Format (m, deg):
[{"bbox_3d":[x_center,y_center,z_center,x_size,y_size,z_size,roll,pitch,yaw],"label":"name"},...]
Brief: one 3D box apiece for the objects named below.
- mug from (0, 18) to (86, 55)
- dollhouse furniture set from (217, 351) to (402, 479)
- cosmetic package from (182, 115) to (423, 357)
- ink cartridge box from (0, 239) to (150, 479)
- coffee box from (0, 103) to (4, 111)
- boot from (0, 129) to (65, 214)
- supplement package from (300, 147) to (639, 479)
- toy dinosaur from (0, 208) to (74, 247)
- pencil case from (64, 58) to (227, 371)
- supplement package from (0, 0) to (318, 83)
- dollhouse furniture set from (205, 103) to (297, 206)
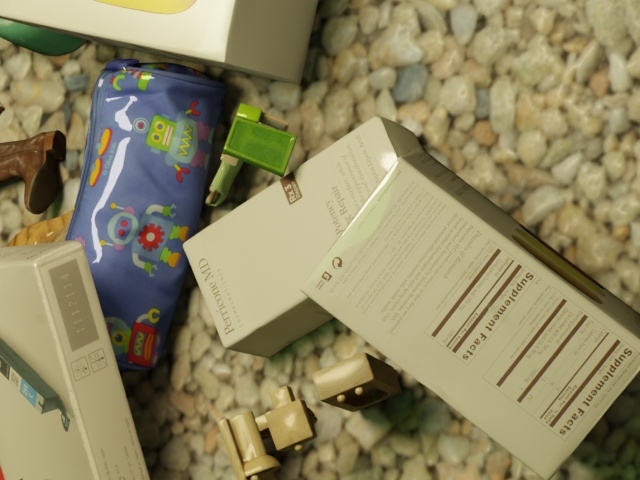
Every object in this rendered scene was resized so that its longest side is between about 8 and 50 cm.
[{"bbox_3d":[-0.299,-0.275,1.702,0.129,0.097,0.158,-32,67,22],"label":"mug"},{"bbox_3d":[0.007,0.189,1.431,0.151,0.144,0.123,-23,75,10],"label":"dollhouse furniture set"},{"bbox_3d":[0.000,0.000,1.488,0.231,0.085,0.117,-33,66,20],"label":"cosmetic package"},{"bbox_3d":[-0.282,0.155,1.536,0.261,0.066,0.296,-4,105,43],"label":"ink cartridge box"},{"bbox_3d":[-0.470,-0.182,1.785,0.141,0.098,0.246,-49,62,14],"label":"coffee box"},{"bbox_3d":[-0.321,-0.062,1.701,0.114,0.037,0.106,-9,47,26],"label":"boot"},{"bbox_3d":[0.129,0.053,1.324,0.244,0.139,0.134,37,102,4],"label":"supplement package"},{"bbox_3d":[-0.272,0.004,1.658,0.211,0.064,0.112,-30,66,22],"label":"toy dinosaur"},{"bbox_3d":[-0.183,-0.023,1.572,0.119,0.133,0.306,10,85,52],"label":"pencil case"},{"bbox_3d":[-0.148,-0.272,1.517,0.262,0.198,0.199,14,94,19],"label":"supplement package"},{"bbox_3d":[-0.061,-0.074,1.521,0.058,0.152,0.076,20,76,-4],"label":"dollhouse furniture set"}]
